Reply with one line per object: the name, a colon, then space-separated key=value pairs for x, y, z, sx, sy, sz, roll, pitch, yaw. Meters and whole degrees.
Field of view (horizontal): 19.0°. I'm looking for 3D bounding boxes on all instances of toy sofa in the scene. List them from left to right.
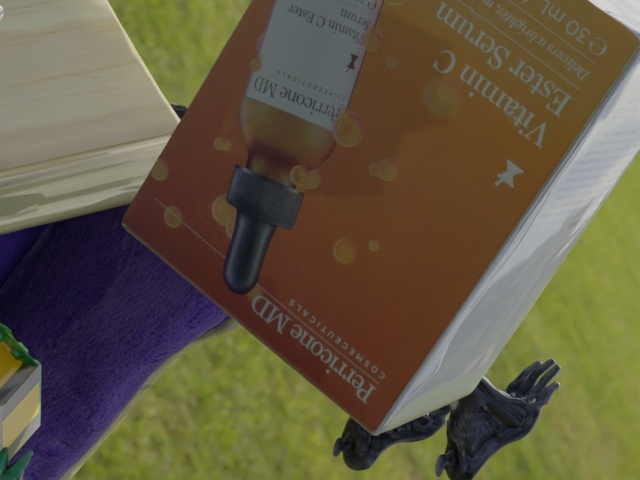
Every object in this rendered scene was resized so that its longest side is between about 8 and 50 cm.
toy sofa: x=-0.198 y=0.055 z=0.927 sx=0.150 sy=0.362 sz=0.177 roll=-14 pitch=67 yaw=-44

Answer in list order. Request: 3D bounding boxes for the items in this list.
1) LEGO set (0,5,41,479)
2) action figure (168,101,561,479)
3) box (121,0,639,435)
LEGO set: x=-0.246 y=-0.003 z=0.572 sx=0.192 sy=0.331 sz=0.255 roll=-56 pitch=161 yaw=-68
action figure: x=0.000 y=0.000 z=1.002 sx=0.275 sy=0.164 sz=0.141 roll=50 pitch=55 yaw=-25
box: x=0.034 y=-0.039 z=0.690 sx=0.130 sy=0.170 sz=0.091 roll=38 pitch=19 yaw=17
